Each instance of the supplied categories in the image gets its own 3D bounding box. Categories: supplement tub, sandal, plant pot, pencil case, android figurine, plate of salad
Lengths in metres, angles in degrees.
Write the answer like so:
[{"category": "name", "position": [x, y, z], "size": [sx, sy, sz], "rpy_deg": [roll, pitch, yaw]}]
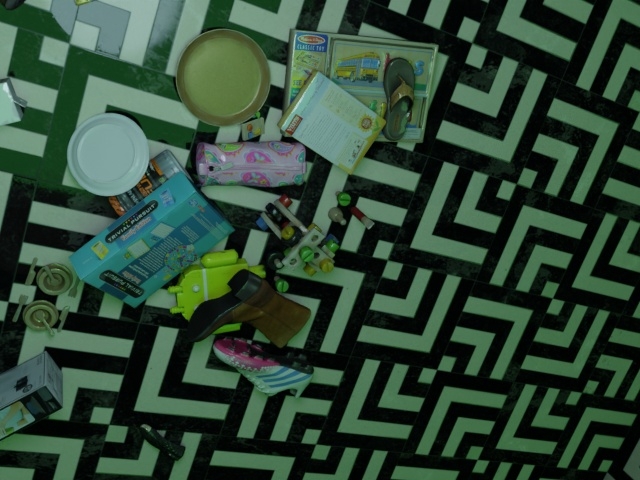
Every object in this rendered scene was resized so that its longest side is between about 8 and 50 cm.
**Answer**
[{"category": "supplement tub", "position": [-0.420, -0.127, 1.661], "size": [0.190, 0.117, 0.117], "rpy_deg": [-37, 118, -3]}, {"category": "sandal", "position": [0.208, -0.366, 1.764], "size": [0.089, 0.060, 0.220], "rpy_deg": [0, 111, -20]}, {"category": "plant pot", "position": [-0.241, -0.402, 1.663], "size": [0.236, 0.032, 0.236], "rpy_deg": [-8, 114, -18]}, {"category": "pencil case", "position": [-0.179, -0.195, 1.721], "size": [0.284, 0.124, 0.124], "rpy_deg": [-2, 112, -20]}, {"category": "android figurine", "position": [-0.284, 0.143, 1.857], "size": [0.272, 0.056, 0.248], "rpy_deg": [-6, 113, -20]}, {"category": "plate of salad", "position": [-0.507, -0.205, 1.614], "size": [0.199, 0.048, 0.200], "rpy_deg": [0, 87, 1]}]

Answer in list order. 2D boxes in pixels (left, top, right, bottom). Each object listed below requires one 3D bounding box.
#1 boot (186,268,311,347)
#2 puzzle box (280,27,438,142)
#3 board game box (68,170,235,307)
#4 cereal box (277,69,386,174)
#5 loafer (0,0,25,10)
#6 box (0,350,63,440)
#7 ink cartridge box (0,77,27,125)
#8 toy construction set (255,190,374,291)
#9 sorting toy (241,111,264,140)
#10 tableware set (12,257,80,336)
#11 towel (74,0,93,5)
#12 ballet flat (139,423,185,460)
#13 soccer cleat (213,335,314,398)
[{"category": "boot", "position": [-0.198, 0.227, 1.866], "size": [0.264, 0.096, 0.280], "rpy_deg": [-48, 132, 2]}, {"category": "puzzle box", "position": [0.104, -0.403, 1.777], "size": [0.408, 0.052, 0.272], "rpy_deg": [-1, 111, -19]}, {"category": "board game box", "position": [-0.407, 0.005, 1.667], "size": [0.336, 0.079, 0.254], "rpy_deg": [-38, 155, -1]}, {"category": "cereal box", "position": [0.031, -0.303, 1.734], "size": [0.240, 0.047, 0.173], "rpy_deg": [31, 99, -27]}, {"category": "loafer", "position": [-0.634, -0.662, 1.371], "size": [0.130, 0.134, 0.366], "rpy_deg": [10, 97, -19]}, {"category": "box", "position": [-0.813, 0.422, 1.716], "size": [0.289, 0.169, 0.087], "rpy_deg": [-28, 120, -9]}, {"category": "ink cartridge box", "position": [-0.732, -0.303, 1.491], "size": [0.143, 0.092, 0.090], "rpy_deg": [-18, 115, -14]}, {"category": "toy construction set", "position": [0.000, 0.000, 1.797], "size": [0.308, 0.237, 0.258], "rpy_deg": [-26, 117, -9]}, {"category": "sorting toy", "position": [-0.172, -0.293, 1.719], "size": [0.062, 0.012, 0.083], "rpy_deg": [-21, 146, -17]}, {"category": "tableware set", "position": [-0.697, 0.151, 1.718], "size": [0.128, 0.039, 0.194], "rpy_deg": [19, 103, -25]}, {"category": "towel", "position": [-0.521, -0.566, 1.507], "size": [0.083, 0.009, 0.060], "rpy_deg": [-20, 116, -11]}, {"category": "ballet flat", "position": [-0.469, 0.590, 1.983], "size": [0.173, 0.057, 0.049], "rpy_deg": [50, 49, -29]}, {"category": "soccer cleat", "position": [-0.173, 0.385, 1.959], "size": [0.331, 0.116, 0.143], "rpy_deg": [20, 103, -26]}]
